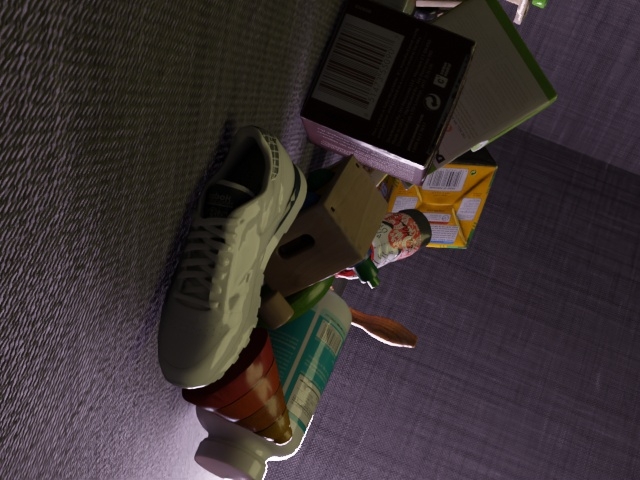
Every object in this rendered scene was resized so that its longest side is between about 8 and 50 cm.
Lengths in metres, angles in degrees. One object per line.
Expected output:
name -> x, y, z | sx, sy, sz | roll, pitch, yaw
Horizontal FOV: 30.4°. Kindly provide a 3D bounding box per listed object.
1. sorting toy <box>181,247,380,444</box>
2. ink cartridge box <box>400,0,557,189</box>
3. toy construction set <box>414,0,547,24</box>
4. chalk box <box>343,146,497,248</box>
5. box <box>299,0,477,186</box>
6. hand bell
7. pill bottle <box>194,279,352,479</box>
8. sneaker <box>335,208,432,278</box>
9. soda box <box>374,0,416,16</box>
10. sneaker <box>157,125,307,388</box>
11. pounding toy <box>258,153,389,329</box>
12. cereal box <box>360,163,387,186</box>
sorting toy -> -0.018, 0.112, 1.423 | 0.127, 0.126, 0.365 | -21, -158, 42
ink cartridge box -> 0.178, -0.211, 1.695 | 0.255, 0.189, 0.097 | -32, 178, -3
toy construction set -> 0.290, -0.429, 2.219 | 0.257, 0.237, 0.309 | -57, 168, -65
chalk box -> 0.155, -0.143, 2.042 | 0.289, 0.180, 0.179 | -112, -149, -50
box -> 0.085, -0.183, 1.482 | 0.203, 0.167, 0.169 | 45, 67, -85
hand bell -> 0.046, 0.120, 1.931 | 0.126, 0.242, 0.126 | 21, 90, -85
pill bottle -> -0.069, 0.182, 1.529 | 0.146, 0.146, 0.264 | 101, 12, -65
sneaker -> 0.038, 0.012, 1.899 | 0.145, 0.090, 0.270 | -21, -175, -41
soda box -> 0.096, -0.321, 1.633 | 0.183, 0.058, 0.063 | 17, 95, -84
sneaker -> -0.091, 0.013, 1.030 | 0.095, 0.090, 0.235 | 58, 49, -68
pounding toy -> -0.040, 0.009, 1.361 | 0.181, 0.094, 0.206 | -26, -161, 30
cereal box -> 0.041, -0.071, 1.784 | 0.240, 0.047, 0.173 | -48, -175, 28
